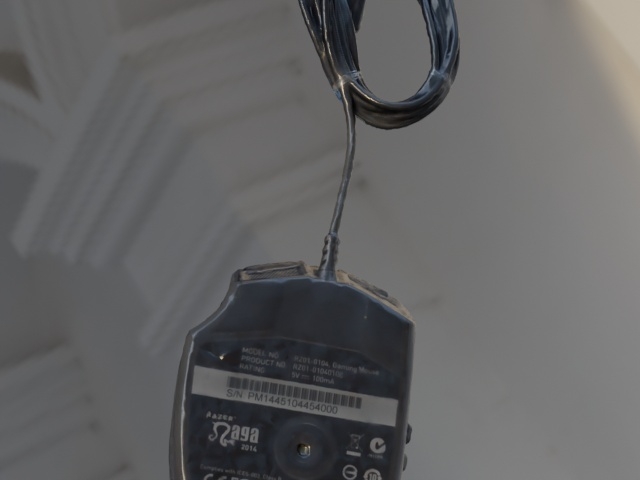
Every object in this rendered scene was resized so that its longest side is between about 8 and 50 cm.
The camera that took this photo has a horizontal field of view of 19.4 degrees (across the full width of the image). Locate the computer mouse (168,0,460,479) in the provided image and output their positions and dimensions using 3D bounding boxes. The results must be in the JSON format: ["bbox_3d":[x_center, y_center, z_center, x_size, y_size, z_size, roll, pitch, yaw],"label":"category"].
[{"bbox_3d":[0.000,0.000,0.573,0.071,0.242,0.041,13,-21,-6],"label":"computer mouse"}]
